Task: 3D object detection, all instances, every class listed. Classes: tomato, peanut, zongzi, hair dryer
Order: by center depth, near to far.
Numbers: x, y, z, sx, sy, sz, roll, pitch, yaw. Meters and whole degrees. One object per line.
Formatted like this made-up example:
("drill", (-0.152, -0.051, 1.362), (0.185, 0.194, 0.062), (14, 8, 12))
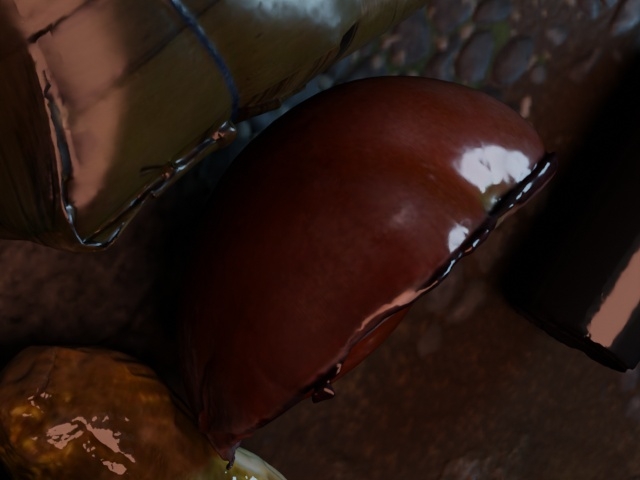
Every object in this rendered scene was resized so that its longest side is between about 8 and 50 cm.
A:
("zongzi", (-0.075, -0.163, 0.635), (0.289, 0.123, 0.260), (-38, 119, -28))
("tomato", (0.000, 0.000, 0.710), (0.112, 0.199, 0.228), (48, 34, 2))
("peanut", (-0.084, 0.118, 0.737), (0.087, 0.087, 0.207), (-51, 127, -6))
("hair dryer", (0.244, 0.010, 0.903), (0.251, 0.089, 0.197), (35, 87, -41))
